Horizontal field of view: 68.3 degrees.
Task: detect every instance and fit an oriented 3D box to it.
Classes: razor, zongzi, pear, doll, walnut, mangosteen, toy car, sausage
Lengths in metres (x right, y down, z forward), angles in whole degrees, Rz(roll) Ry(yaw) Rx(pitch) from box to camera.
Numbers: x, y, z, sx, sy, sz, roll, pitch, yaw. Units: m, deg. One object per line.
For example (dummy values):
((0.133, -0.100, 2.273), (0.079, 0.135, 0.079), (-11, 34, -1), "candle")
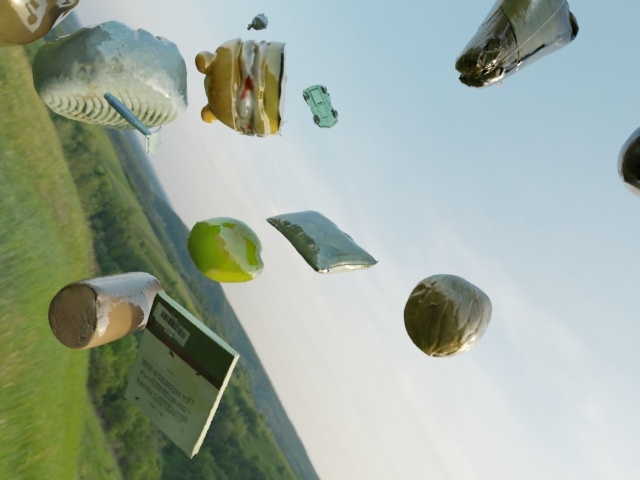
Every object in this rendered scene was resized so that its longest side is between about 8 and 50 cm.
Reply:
((-0.359, -0.233, 0.897), (0.135, 0.040, 0.068), (44, -29, 2), "razor")
((0.428, -0.544, 1.083), (0.154, 0.289, 0.317), (34, -29, 57), "zongzi")
((-0.257, 0.030, 1.331), (0.220, 0.187, 0.187), (19, -29, 13), "pear")
((-0.163, -0.585, 1.263), (0.114, 0.057, 0.039), (45, -29, 54), "doll")
((0.326, 0.198, 1.227), (0.228, 0.228, 0.228), (57, -15, 25), "walnut")
((0.799, -0.154, 1.050), (0.228, 0.228, 0.265), (108, -20, -71), "mangosteen")
((0.001, -0.312, 1.106), (0.035, 0.059, 0.122), (100, -32, -74), "toy car")
((-0.384, 0.121, 0.861), (0.123, 0.123, 0.253), (62, 2, 3), "sausage")

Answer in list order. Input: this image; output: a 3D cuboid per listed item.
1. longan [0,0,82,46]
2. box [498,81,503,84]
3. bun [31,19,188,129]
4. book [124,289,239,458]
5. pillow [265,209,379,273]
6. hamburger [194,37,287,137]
((-0.575, -0.519, 0.831), (0.361, 0.361, 0.361), (57, -15, 25), "longan")
((0.646, -0.599, 1.741), (0.024, 0.083, 0.053), (-24, -97, 34), "box")
((-0.483, -0.387, 1.109), (0.354, 0.355, 0.194), (149, -61, -76), "bun")
((-0.271, 0.257, 0.889), (0.201, 0.026, 0.289), (34, -62, 15), "book")
((0.000, 0.000, 1.221), (0.302, 0.185, 0.074), (42, -51, 47), "pillow")
((-0.205, -0.411, 1.273), (0.276, 0.237, 0.276), (-178, -90, -87), "hamburger")
